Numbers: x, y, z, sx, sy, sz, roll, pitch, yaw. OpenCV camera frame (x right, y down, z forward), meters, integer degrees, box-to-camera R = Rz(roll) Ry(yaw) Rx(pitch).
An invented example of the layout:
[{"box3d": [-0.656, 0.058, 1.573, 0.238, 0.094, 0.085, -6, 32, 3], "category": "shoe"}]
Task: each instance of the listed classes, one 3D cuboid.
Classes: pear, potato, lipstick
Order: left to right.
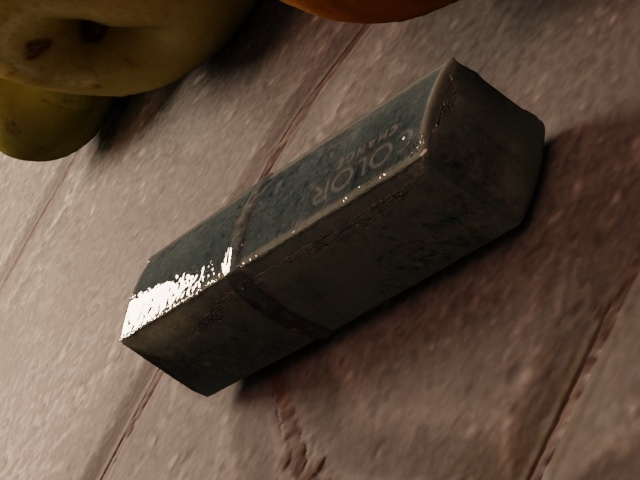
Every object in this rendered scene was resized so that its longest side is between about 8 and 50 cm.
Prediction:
[{"box3d": [-0.224, -0.181, 1.735, 0.228, 0.148, 0.197, -54, 32, 1], "category": "potato"}, {"box3d": [-0.178, -0.268, 1.517, 0.309, 0.309, 0.309, -46, 23, 26], "category": "pear"}, {"box3d": [0.000, 0.000, 1.051, 0.290, 0.076, 0.077, -33, 30, 48], "category": "lipstick"}]

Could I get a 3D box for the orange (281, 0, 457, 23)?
[{"box3d": [0.043, -0.256, 1.117, 0.284, 0.226, 0.284, -44, 21, 21], "category": "orange"}]
